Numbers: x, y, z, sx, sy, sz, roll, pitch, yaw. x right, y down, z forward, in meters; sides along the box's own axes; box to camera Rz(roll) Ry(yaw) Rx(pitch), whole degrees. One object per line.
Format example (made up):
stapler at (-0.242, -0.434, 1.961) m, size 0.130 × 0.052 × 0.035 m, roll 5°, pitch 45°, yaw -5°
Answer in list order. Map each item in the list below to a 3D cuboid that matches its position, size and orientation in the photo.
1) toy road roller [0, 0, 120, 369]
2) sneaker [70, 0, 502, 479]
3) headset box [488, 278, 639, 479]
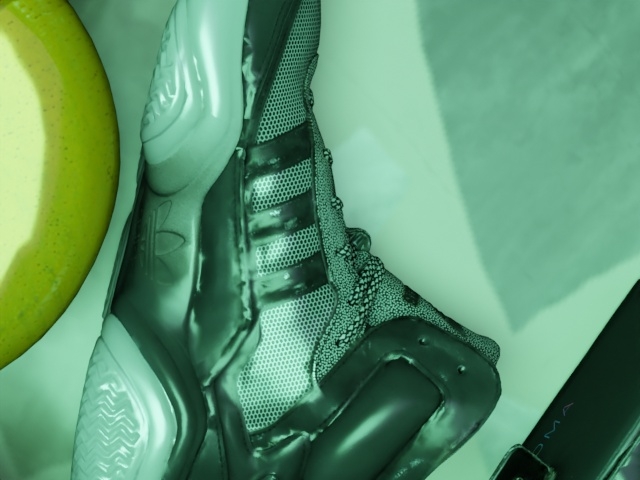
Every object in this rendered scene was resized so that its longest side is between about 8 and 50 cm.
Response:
toy road roller at (-0.124, -0.101, 0.556) m, size 0.329 × 0.202 × 0.240 m, roll -39°, pitch 99°, yaw -4°
sneaker at (0.000, 0.000, 0.618) m, size 0.153 × 0.101 × 0.268 m, roll 13°, pitch 94°, yaw -6°
headset box at (0.169, 0.178, 0.612) m, size 0.283 × 0.131 × 0.246 m, roll 37°, pitch 85°, yaw -3°
